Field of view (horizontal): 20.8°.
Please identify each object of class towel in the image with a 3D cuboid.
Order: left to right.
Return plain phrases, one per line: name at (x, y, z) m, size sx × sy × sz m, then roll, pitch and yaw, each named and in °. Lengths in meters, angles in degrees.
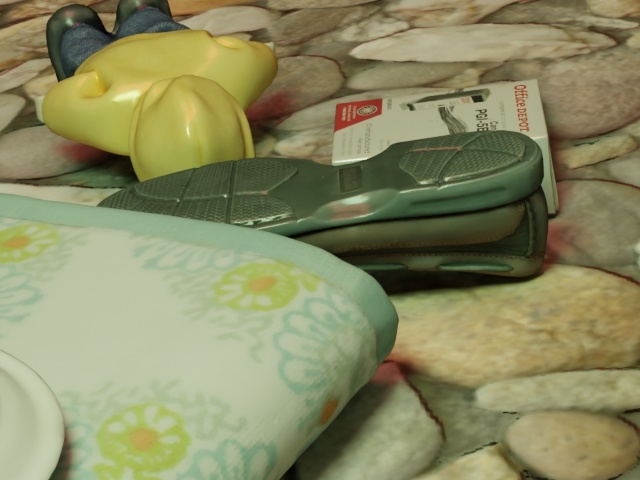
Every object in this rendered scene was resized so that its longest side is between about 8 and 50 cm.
towel at (-0.191, 0.091, 0.889) m, size 0.374 × 0.090 × 0.320 m, roll 8°, pitch 35°, yaw 30°

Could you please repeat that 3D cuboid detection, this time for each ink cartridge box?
ink cartridge box at (0.078, -0.053, 1.108) m, size 0.135 × 0.056 × 0.099 m, roll -7°, pitch 26°, yaw 6°

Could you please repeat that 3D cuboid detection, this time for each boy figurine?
boy figurine at (-0.106, -0.103, 1.225) m, size 0.177 × 0.092 × 0.285 m, roll -17°, pitch 29°, yaw -16°

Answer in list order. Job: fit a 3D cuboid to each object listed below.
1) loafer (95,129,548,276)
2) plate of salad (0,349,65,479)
loafer at (0.000, 0.000, 1.014) m, size 0.268 × 0.084 × 0.096 m, roll -7°, pitch 27°, yaw 11°
plate of salad at (-0.210, 0.096, 0.749) m, size 0.200 × 0.048 × 0.200 m, roll 1°, pitch 28°, yaw -1°
